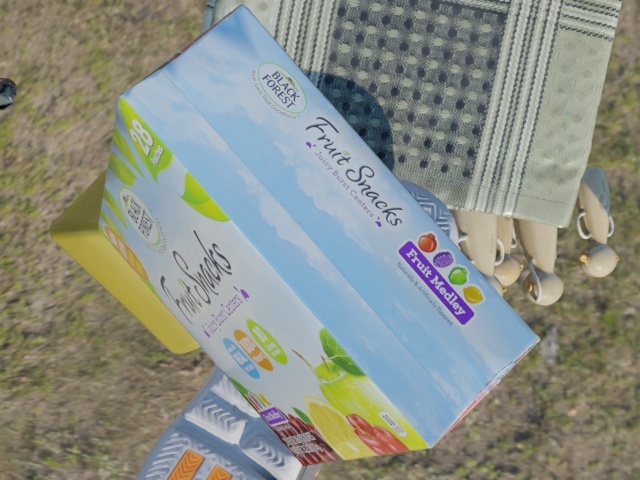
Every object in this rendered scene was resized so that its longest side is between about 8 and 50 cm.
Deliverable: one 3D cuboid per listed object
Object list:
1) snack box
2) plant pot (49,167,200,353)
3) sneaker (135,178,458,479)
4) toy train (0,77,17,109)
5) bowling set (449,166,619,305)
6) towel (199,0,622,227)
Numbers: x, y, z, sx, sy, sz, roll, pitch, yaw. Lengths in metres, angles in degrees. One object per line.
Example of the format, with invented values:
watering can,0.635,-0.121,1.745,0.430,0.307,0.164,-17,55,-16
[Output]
snack box,-0.019,0.015,0.488,0.070,0.207,0.174,-41,90,-20
plant pot,-0.131,-0.013,1.156,0.212,0.187,0.212,46,72,-17
sneaker,-0.022,0.105,0.770,0.125,0.180,0.321,36,73,10
toy train,-0.361,-0.132,1.024,0.036,0.158,0.027,-80,156,-47
bowling set,0.190,0.003,1.207,0.287,0.200,0.154,-1,83,-40
towel,0.071,-0.186,0.818,0.312,0.056,0.324,11,95,-2
